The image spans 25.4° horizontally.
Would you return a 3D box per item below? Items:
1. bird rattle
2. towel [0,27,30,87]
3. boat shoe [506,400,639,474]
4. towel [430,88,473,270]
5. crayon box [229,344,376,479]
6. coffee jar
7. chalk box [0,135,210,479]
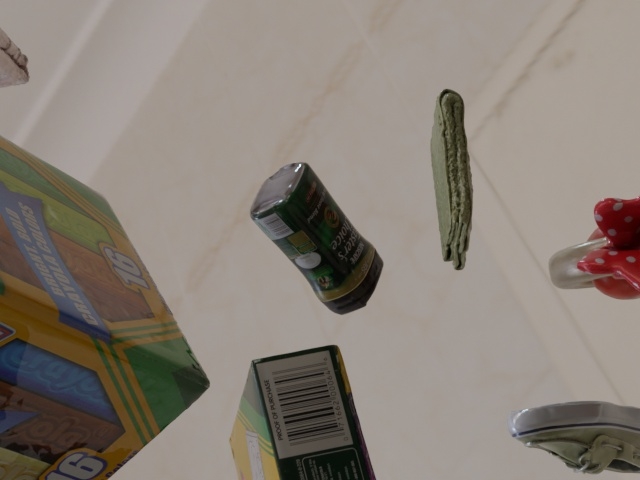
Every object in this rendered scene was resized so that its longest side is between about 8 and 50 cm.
[{"bbox_3d":[0.309,0.019,1.325,0.253,0.143,0.207,-14,-5,-42],"label":"bird rattle"},{"bbox_3d":[-0.500,-0.199,1.502,0.332,0.317,0.053,-2,-94,-2],"label":"towel"},{"bbox_3d":[0.376,0.277,1.971,0.302,0.094,0.109,9,-19,-41],"label":"boat shoe"},{"bbox_3d":[0.125,-0.057,1.337,0.027,0.148,0.110,-4,-26,-2],"label":"towel"},{"bbox_3d":[-0.005,0.338,1.559,0.106,0.363,0.313,-10,-22,-13],"label":"crayon box"},{"bbox_3d":[0.000,0.000,1.724,0.079,0.096,0.184,-21,-60,33],"label":"coffee jar"},{"bbox_3d":[-0.236,0.032,0.756,0.179,0.180,0.289,-42,-37,11],"label":"chalk box"}]
